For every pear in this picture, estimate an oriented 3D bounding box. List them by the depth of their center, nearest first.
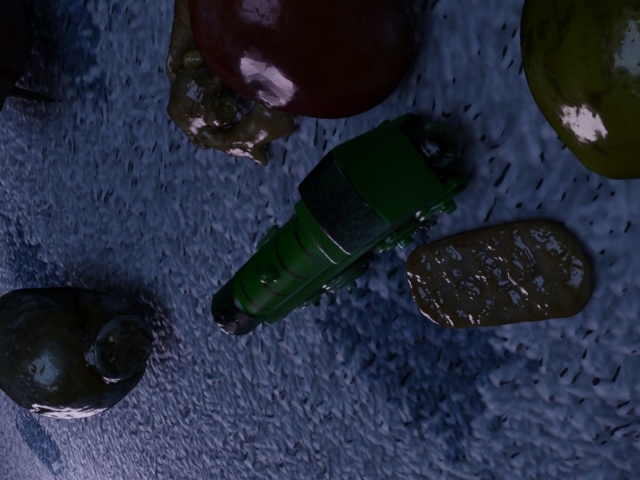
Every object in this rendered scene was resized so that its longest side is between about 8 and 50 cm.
[{"bbox_3d":[0.146,-0.092,0.308,0.107,0.107,0.131,7,125,42],"label":"pear"}]

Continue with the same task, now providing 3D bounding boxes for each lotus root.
[{"bbox_3d":[-0.348,0.139,0.885,0.349,0.175,0.175,0,112,48],"label":"lotus root"}]

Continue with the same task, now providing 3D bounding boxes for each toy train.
[{"bbox_3d":[0.000,0.000,0.496,0.085,0.119,0.251,54,137,5],"label":"toy train"}]

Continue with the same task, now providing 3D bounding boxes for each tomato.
[{"bbox_3d":[-0.025,-0.125,0.434,0.155,0.069,0.156,21,158,9],"label":"tomato"}]

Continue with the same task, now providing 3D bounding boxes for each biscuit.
[{"bbox_3d":[0.117,0.026,0.468,0.147,0.018,0.071,-15,100,47],"label":"biscuit"}]

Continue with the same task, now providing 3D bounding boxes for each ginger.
[{"bbox_3d":[-0.093,-0.154,0.548,0.193,0.052,0.176,54,133,6],"label":"ginger"}]

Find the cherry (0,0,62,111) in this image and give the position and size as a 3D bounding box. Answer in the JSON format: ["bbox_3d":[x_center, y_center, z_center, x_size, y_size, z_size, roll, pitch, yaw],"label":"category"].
[{"bbox_3d":[-0.425,-0.199,0.729,0.236,0.285,0.213,-59,31,30],"label":"cherry"}]
